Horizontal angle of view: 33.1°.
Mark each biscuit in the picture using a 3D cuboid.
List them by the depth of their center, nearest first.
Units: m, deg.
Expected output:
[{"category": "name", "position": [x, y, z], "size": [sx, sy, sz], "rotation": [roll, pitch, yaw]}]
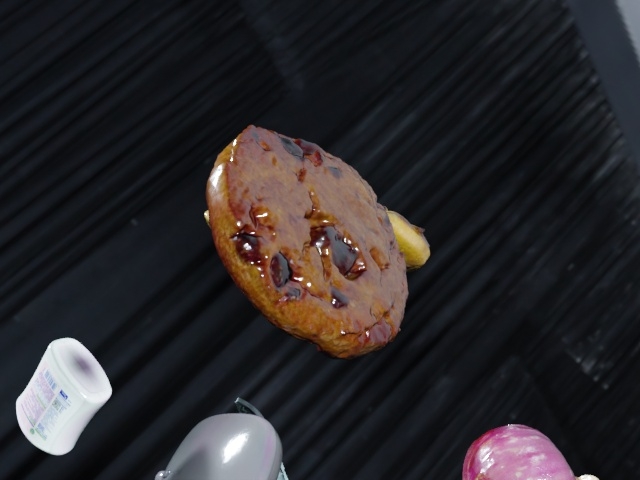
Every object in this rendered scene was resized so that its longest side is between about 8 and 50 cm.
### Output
[{"category": "biscuit", "position": [-0.003, -0.002, 0.783], "size": [0.049, 0.192, 0.192], "rotation": [-32, 103, 29]}, {"category": "biscuit", "position": [0.001, 0.002, 1.415], "size": [0.299, 0.045, 0.154], "rotation": [2, 153, 31]}]

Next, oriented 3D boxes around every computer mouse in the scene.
[{"category": "computer mouse", "position": [-0.101, 0.211, 0.928], "size": [0.057, 0.120, 0.232], "rotation": [30, 158, -16]}]

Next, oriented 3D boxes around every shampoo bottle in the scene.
[{"category": "shampoo bottle", "position": [-0.233, 0.144, 0.960], "size": [0.072, 0.043, 0.099], "rotation": [49, 122, 21]}]

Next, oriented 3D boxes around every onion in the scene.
[{"category": "onion", "position": [0.239, 0.299, 1.249], "size": [0.177, 0.153, 0.177], "rotation": [47, -168, -13]}]

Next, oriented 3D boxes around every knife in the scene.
[{"category": "knife", "position": [-0.050, 0.271, 1.234], "size": [0.028, 0.015, 0.210], "rotation": [-10, 110, 31]}]
